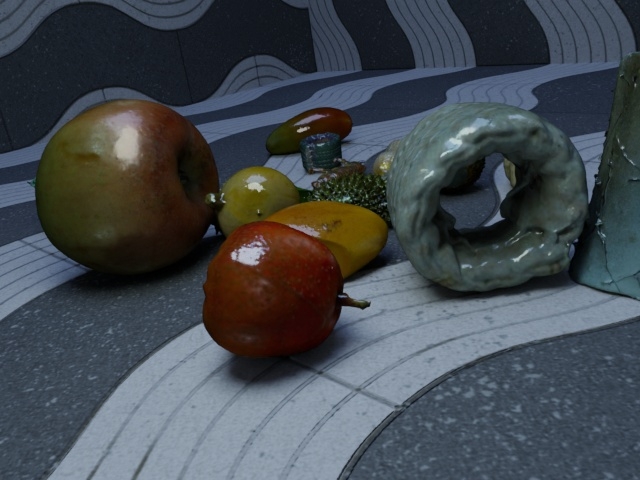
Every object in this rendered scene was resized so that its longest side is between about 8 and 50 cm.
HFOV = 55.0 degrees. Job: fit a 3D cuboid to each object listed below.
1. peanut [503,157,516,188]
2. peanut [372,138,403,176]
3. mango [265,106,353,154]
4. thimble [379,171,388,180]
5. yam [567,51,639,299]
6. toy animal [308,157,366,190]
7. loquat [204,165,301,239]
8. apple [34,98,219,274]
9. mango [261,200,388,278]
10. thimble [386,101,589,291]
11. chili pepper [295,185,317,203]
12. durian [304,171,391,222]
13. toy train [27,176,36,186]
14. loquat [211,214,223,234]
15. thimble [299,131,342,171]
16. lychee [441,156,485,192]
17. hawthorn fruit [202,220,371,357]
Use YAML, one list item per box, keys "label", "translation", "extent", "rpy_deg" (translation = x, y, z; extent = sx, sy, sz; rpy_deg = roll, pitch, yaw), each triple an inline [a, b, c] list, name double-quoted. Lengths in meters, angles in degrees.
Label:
- label: "peanut"
  translation: [0.451, -0.156, 1.302]
  extent: [0.124, 0.123, 0.256]
  rpy_deg: [-5, 24, 9]
- label: "peanut"
  translation: [0.194, -0.205, 1.569]
  extent: [0.087, 0.087, 0.207]
  rpy_deg: [2, 24, 26]
- label: "mango"
  translation: [-0.036, -0.352, 1.985]
  extent: [0.289, 0.129, 0.146]
  rpy_deg: [-23, 26, -12]
- label: "thimble"
  translation: [0.158, -0.101, 1.314]
  extent: [0.110, 0.084, 0.062]
  rpy_deg: [34, 41, 18]
- label: "yam"
  translation: [0.512, -0.102, 0.900]
  extent: [0.241, 0.348, 0.241]
  rpy_deg: [4, 19, -1]
- label: "toy animal"
  translation: [0.050, -0.170, 1.592]
  extent: [0.099, 0.056, 0.241]
  rpy_deg: [20, 33, 40]
- label: "loquat"
  translation: [-0.129, -0.060, 1.197]
  extent: [0.205, 0.172, 0.149]
  rpy_deg: [9, 20, -28]
- label: "apple"
  translation: [-0.376, -0.099, 1.205]
  extent: [0.305, 0.338, 0.338]
  rpy_deg: [-9, 20, 21]
- label: "mango"
  translation: [0.000, 0.000, 1.077]
  extent: [0.252, 0.126, 0.154]
  rpy_deg: [-12, 33, -10]
- label: "thimble"
  translation: [0.257, -0.069, 0.964]
  extent: [0.292, 0.291, 0.195]
  rpy_deg: [-8, 21, 1]
- label: "chili pepper"
  translation: [-0.052, -0.105, 1.443]
  extent: [0.359, 0.085, 0.076]
  rpy_deg: [22, 75, 44]
- label: "durian"
  translation: [0.063, -0.079, 1.245]
  extent: [0.221, 0.137, 0.095]
  rpy_deg: [-4, -8, 8]
- label: "toy train"
  translation: [-0.543, -0.126, 1.503]
  extent: [0.253, 0.160, 0.397]
  rpy_deg: [-35, 31, -24]
- label: "loquat"
  translation: [-0.177, -0.064, 1.333]
  extent: [0.137, 0.113, 0.137]
  rpy_deg: [-35, 4, 3]
- label: "thimble"
  translation: [0.003, -0.251, 1.752]
  extent: [0.119, 0.090, 0.135]
  rpy_deg: [-7, 22, 5]
- label: "lychee"
  translation: [0.291, -0.188, 1.400]
  extent: [0.171, 0.171, 0.171]
  rpy_deg: [-7, 21, 3]
- label: "hawthorn fruit"
  translation: [-0.043, 0.071, 0.843]
  extent: [0.226, 0.196, 0.196]
  rpy_deg: [9, 22, 0]
